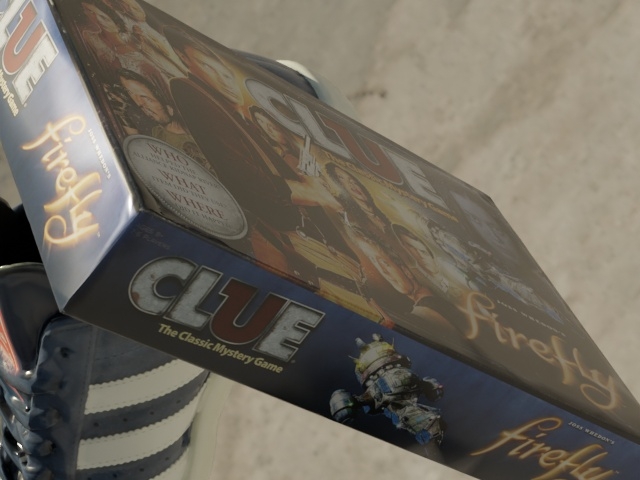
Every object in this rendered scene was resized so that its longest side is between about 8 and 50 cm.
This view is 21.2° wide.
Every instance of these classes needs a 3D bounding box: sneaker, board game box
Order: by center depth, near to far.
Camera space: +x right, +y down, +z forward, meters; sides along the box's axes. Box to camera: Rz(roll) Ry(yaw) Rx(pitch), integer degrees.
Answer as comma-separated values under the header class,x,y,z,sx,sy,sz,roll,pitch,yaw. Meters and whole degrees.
class,x,y,z,sx,sy,sz,roll,pitch,yaw
board game box,0.000,0.000,0.593,0.042,0.243,0.165,-50,40,18
sneaker,-0.119,0.061,0.804,0.131,0.148,0.350,36,105,46
